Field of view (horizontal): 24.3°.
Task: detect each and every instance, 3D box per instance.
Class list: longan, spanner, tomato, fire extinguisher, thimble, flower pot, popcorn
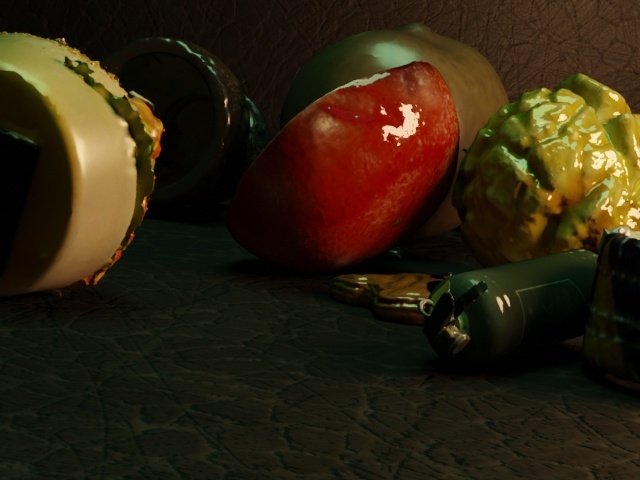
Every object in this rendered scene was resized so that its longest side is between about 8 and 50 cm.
[{"bbox_3d":[0.114,-0.160,2.201,0.361,0.361,0.361,6,9,-1],"label":"longan"},{"bbox_3d":[0.000,0.000,2.116,0.254,0.015,0.054,9,11,21],"label":"spanner"},{"bbox_3d":[0.053,-0.066,1.854,0.144,0.338,0.338,51,28,19],"label":"tomato"},{"bbox_3d":[0.191,0.066,1.492,0.311,0.114,0.095,-11,58,-50],"label":"fire extinguisher"},{"bbox_3d":[0.380,0.071,1.483,0.237,0.150,0.237,7,7,-1],"label":"thimble"},{"bbox_3d":[-0.212,-0.166,2.324,0.266,0.267,0.267,9,-2,19],"label":"flower pot"},{"bbox_3d":[0.295,-0.054,1.868,0.247,0.282,0.282,46,20,11],"label":"popcorn"}]

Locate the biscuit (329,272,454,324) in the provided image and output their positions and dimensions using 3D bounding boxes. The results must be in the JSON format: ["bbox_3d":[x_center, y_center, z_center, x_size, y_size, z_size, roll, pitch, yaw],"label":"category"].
[{"bbox_3d":[0.155,0.065,1.721,0.290,0.041,0.208,8,8,6],"label":"biscuit"}]

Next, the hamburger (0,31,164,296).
[{"bbox_3d":[-0.315,-0.077,1.561,0.294,0.276,0.179,22,19,12],"label":"hamburger"}]
